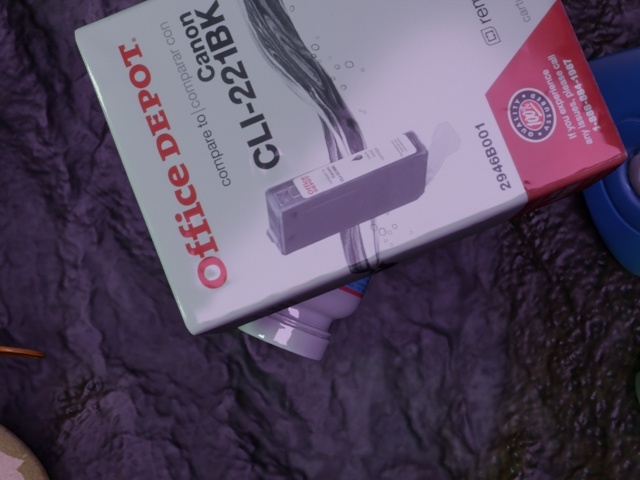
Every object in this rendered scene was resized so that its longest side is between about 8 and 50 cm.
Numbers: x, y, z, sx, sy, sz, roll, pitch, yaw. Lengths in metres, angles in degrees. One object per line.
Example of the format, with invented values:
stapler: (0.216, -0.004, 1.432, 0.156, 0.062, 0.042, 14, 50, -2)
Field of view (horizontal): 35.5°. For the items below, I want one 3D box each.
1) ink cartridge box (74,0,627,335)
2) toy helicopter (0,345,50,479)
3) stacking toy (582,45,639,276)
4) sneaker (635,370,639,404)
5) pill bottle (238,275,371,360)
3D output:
ink cartridge box: (0.015, -0.079, 0.619, 0.273, 0.114, 0.197, -22, 85, 2)
toy helicopter: (-0.341, 0.132, 0.658, 0.355, 0.140, 0.235, 27, 76, -7)
stacking toy: (0.353, -0.091, 0.732, 0.302, 0.166, 0.175, -20, 100, -20)
sneaker: (0.392, 0.036, 0.720, 0.341, 0.139, 0.125, -42, 89, -6)
pill bottle: (0.000, 0.000, 0.715, 0.087, 0.087, 0.160, 22, 86, -4)
